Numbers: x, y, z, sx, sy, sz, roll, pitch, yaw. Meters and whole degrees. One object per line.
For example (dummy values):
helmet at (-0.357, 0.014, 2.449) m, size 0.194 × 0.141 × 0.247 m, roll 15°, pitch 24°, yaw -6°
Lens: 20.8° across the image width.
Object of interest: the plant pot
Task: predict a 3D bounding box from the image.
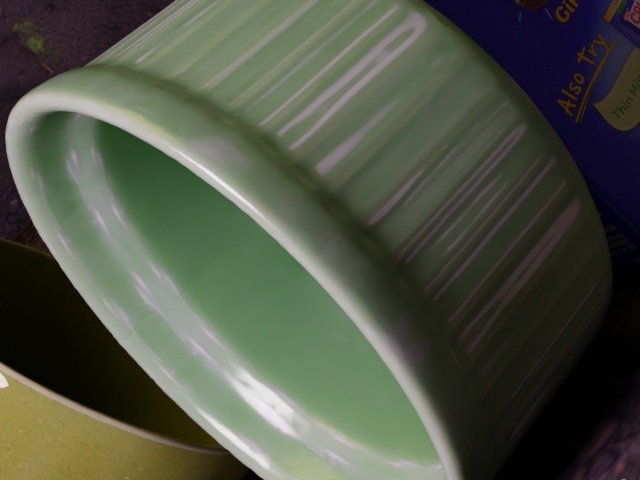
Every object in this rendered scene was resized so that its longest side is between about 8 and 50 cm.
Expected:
plant pot at (-0.217, 0.185, 1.150) m, size 0.293 × 0.275 × 0.275 m, roll -62°, pitch 12°, yaw 11°

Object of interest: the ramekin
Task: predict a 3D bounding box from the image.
ramekin at (0.000, 0.000, 0.880) m, size 0.148 × 0.303 × 0.303 m, roll -45°, pitch 12°, yaw -22°

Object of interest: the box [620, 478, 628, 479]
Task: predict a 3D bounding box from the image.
box at (0.011, 0.227, 0.700) m, size 0.293 × 0.057 × 0.201 m, roll -33°, pitch 19°, yaw 44°

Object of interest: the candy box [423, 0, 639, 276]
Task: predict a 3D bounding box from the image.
candy box at (0.118, -0.177, 0.947) m, size 0.268 × 0.317 × 0.122 m, roll -53°, pitch 15°, yaw -23°
